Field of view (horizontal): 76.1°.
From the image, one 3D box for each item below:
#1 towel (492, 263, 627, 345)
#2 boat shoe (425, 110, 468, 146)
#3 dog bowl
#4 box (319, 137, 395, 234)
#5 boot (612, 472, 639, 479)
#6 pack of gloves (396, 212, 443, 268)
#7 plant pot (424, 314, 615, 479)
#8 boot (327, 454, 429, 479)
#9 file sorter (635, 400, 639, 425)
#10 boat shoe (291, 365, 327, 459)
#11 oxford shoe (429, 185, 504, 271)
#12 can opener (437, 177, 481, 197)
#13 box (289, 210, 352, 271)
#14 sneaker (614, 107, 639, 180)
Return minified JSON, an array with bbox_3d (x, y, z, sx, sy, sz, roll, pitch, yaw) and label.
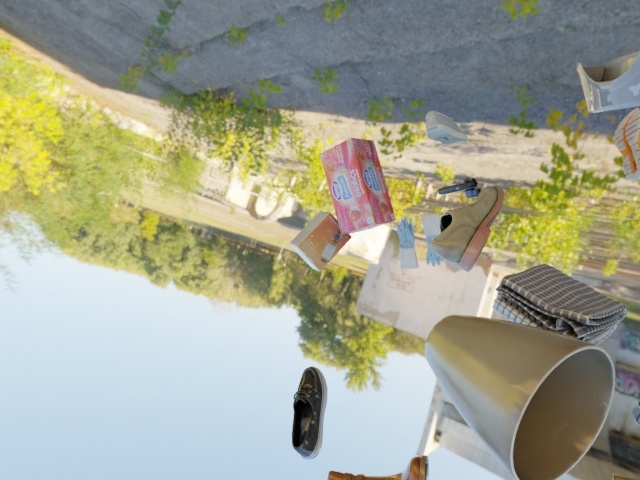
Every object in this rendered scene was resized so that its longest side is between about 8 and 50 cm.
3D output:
[{"bbox_3d":[0.618,0.166,1.061,0.284,0.121,0.235,-5,-148,-38],"label":"towel"},{"bbox_3d":[0.393,-0.348,1.268,0.079,0.081,0.227,-10,172,39],"label":"boat shoe"},{"bbox_3d":[0.657,-0.305,0.727,0.349,0.102,0.349,-8,-169,2],"label":"dog bowl"},{"bbox_3d":[0.127,-0.185,1.420,0.154,0.300,0.142,-18,175,41],"label":"box"},{"bbox_3d":[1.236,0.939,1.496,0.269,0.089,0.236,-2,159,34],"label":"boot"},{"bbox_3d":[0.436,0.004,1.783,0.195,0.232,0.046,-4,-175,31],"label":"pack of gloves"},{"bbox_3d":[0.335,0.254,0.774,0.256,0.256,0.274,21,-177,-31],"label":"plant pot"},{"bbox_3d":[0.126,0.568,0.943,0.220,0.283,0.109,16,-147,18],"label":"boot"},{"bbox_3d":[0.684,0.287,0.772,0.104,0.170,0.118,-20,-157,-29],"label":"file sorter"},{"bbox_3d":[-0.037,0.413,1.016,0.080,0.228,0.076,-19,132,26],"label":"boat shoe"},{"bbox_3d":[0.452,-0.073,1.244,0.146,0.397,0.140,26,133,17],"label":"oxford shoe"},{"bbox_3d":[0.493,-0.186,1.477,0.059,0.073,0.186,-3,-177,-29],"label":"can opener"},{"bbox_3d":[0.000,0.000,1.447,0.130,0.170,0.091,47,169,-20],"label":"box"},{"bbox_3d":[0.844,-0.249,1.074,0.083,0.214,0.084,8,163,-3],"label":"sneaker"}]
